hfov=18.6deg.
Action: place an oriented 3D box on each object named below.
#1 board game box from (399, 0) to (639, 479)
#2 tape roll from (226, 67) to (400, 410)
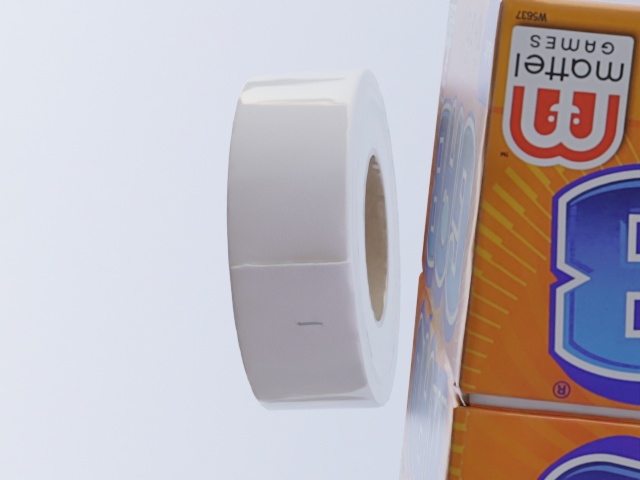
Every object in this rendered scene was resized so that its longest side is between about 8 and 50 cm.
[{"bbox_3d":[0.236,0.059,1.030,0.356,0.356,0.356,-87,-178,-82],"label":"board game box"},{"bbox_3d":[0.000,0.000,1.621,0.286,0.100,0.286,-2,90,-80],"label":"tape roll"}]
